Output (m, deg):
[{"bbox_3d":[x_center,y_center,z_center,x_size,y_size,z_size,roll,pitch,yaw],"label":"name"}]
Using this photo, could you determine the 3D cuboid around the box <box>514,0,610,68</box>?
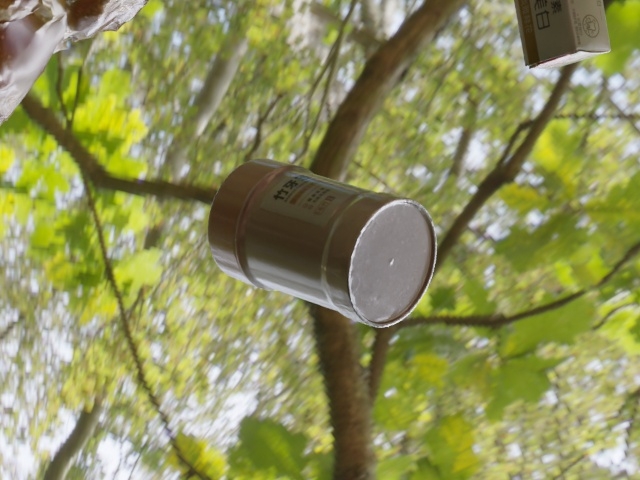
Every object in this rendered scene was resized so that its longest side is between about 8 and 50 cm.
[{"bbox_3d":[0.165,-0.238,1.184,0.039,0.055,0.218,-7,-93,-40],"label":"box"}]

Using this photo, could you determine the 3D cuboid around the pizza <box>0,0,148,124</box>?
[{"bbox_3d":[-0.183,-0.138,0.744,0.277,0.409,0.114,-5,-129,-54],"label":"pizza"}]

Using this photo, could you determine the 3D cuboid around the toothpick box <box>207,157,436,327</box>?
[{"bbox_3d":[0.000,0.000,1.194,0.098,0.149,0.098,-18,-64,-42],"label":"toothpick box"}]
